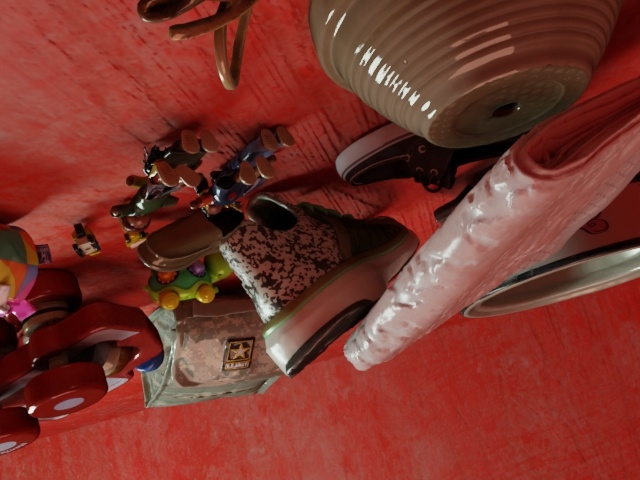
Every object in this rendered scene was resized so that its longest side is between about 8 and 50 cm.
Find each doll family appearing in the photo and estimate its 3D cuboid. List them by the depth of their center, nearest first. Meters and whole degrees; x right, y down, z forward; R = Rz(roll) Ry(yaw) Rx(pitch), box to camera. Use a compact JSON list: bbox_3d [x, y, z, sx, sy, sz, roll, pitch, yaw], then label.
[{"bbox_3d":[-0.108,-0.057,0.667,0.193,0.076,0.111,-5,157,-40],"label":"doll family"}]

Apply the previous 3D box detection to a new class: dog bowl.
[{"bbox_3d":[0.407,-0.001,1.174,0.408,0.150,0.408,-13,164,-4],"label":"dog bowl"}]

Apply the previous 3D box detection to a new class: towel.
[{"bbox_3d":[0.194,-0.019,0.664,0.317,0.053,0.332,-26,160,-32],"label":"towel"}]

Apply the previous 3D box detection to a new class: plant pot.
[{"bbox_3d":[0.118,-0.140,0.512,0.237,0.109,0.237,-14,165,-4],"label":"plant pot"}]

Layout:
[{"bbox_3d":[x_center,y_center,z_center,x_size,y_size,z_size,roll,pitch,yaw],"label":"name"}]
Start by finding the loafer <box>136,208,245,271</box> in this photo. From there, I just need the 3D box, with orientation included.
[{"bbox_3d":[-0.146,-0.008,0.830,0.148,0.056,0.050,-23,150,-45],"label":"loafer"}]

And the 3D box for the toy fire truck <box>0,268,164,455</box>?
[{"bbox_3d":[-0.353,0.174,0.994,0.302,0.169,0.254,-31,158,17],"label":"toy fire truck"}]

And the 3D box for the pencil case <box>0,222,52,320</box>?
[{"bbox_3d":[-0.361,0.015,0.643,0.104,0.104,0.236,-20,163,20],"label":"pencil case"}]

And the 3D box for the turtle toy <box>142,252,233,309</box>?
[{"bbox_3d":[-0.179,0.050,0.980,0.130,0.066,0.095,-10,-173,-24],"label":"turtle toy"}]

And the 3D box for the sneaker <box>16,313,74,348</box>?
[{"bbox_3d":[-0.455,0.170,1.133,0.314,0.116,0.136,-17,151,-6],"label":"sneaker"}]

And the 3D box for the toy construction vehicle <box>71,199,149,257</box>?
[{"bbox_3d":[-0.231,-0.013,0.793,0.086,0.035,0.098,-23,168,-8],"label":"toy construction vehicle"}]

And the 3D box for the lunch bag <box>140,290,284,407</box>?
[{"bbox_3d":[-0.176,0.181,1.266,0.235,0.169,0.287,-2,153,-27],"label":"lunch bag"}]

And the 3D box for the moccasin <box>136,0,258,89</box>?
[{"bbox_3d":[-0.053,-0.148,0.282,0.380,0.139,0.147,-9,168,-23],"label":"moccasin"}]

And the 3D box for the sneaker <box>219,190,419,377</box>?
[{"bbox_3d":[0.000,0.000,0.858,0.158,0.182,0.410,-40,-179,16],"label":"sneaker"}]

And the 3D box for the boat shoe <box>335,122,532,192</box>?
[{"bbox_3d":[0.130,-0.090,0.751,0.228,0.076,0.080,-17,164,9],"label":"boat shoe"}]

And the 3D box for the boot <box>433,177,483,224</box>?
[{"bbox_3d":[0.238,-0.062,0.917,0.207,0.090,0.248,-26,165,28],"label":"boot"}]
